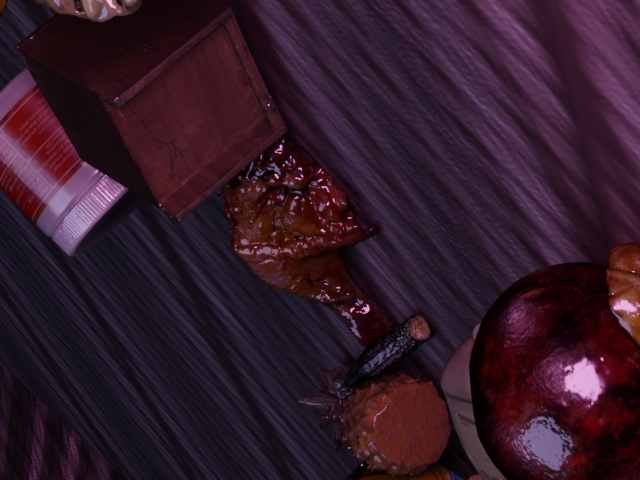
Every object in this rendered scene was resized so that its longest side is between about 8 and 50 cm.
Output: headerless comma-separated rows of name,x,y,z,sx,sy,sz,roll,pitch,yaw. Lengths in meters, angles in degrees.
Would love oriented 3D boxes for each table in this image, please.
table,-0.166,-0.160,1.585,0.193,0.172,0.169,30,154,45

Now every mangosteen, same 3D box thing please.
mangosteen,0.247,0.107,1.283,0.228,0.228,0.265,42,118,10

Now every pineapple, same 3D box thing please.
pineapple,0.063,0.216,1.909,0.128,0.128,0.248,53,163,-16

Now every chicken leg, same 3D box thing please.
chicken leg,-0.011,-0.001,1.719,0.177,0.083,0.322,16,145,20

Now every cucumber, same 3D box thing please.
cucumber,0.067,0.134,1.774,0.163,0.043,0.039,-38,58,41

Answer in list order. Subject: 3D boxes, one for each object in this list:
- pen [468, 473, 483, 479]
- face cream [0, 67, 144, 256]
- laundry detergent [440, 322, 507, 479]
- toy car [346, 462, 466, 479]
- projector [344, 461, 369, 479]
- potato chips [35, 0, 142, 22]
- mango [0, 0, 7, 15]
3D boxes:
pen,0.258,0.382,1.953,0.040,0.032,0.233,-21,115,42
face cream,-0.294,-0.113,1.863,0.187,0.201,0.201,45,159,1
laundry detergent,0.208,0.180,1.602,0.181,0.091,0.253,22,148,43
toy car,0.068,0.368,1.909,0.142,0.248,0.200,33,-165,-24
projector,0.172,0.424,2.075,0.337,0.108,0.108,47,159,-2
potato chips,-0.243,-0.370,1.191,0.373,0.097,0.389,23,117,8
mango,-0.453,-0.350,1.844,0.167,0.130,0.262,45,153,17
